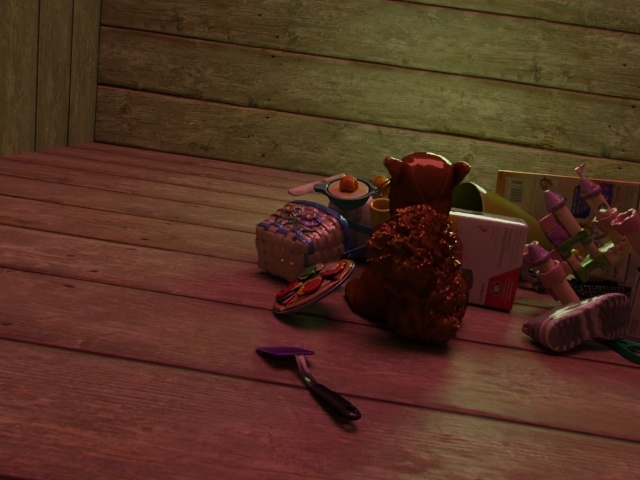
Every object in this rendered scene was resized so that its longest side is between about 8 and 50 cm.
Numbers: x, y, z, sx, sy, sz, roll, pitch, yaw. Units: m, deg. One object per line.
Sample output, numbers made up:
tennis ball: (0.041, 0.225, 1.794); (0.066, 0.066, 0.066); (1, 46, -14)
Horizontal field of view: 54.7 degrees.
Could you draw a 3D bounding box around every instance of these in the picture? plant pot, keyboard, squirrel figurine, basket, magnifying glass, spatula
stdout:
plant pot: (0.533, -0.008, 1.866); (0.294, 0.274, 0.275); (13, 11, -18)
keyboard: (0.846, 0.149, 1.833); (0.317, 0.033, 0.201); (5, 13, -17)
squirrel figurine: (0.218, 0.004, 1.321); (0.281, 0.370, 0.397); (8, 13, -1)
basket: (0.000, 0.000, 1.581); (0.255, 0.201, 0.289); (20, 26, 39)
magnifying glass: (0.671, 0.232, 1.399); (0.092, 0.026, 0.231); (-1, 18, -32)
spatula: (-0.015, 0.222, 1.011); (0.084, 0.030, 0.296); (3, 14, -29)

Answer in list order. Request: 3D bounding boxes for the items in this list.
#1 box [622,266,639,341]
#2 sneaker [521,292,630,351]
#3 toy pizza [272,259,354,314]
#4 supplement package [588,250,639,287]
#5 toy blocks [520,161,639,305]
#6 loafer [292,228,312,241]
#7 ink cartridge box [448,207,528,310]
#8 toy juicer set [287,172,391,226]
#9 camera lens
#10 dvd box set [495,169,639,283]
box: (0.872, 0.178, 1.433); (0.290, 0.169, 0.087); (12, 12, 23)
sneaker: (0.577, 0.169, 1.386); (0.281, 0.105, 0.115); (-6, 8, -26)
toy pizza: (-0.019, 0.090, 1.321); (0.201, 0.032, 0.201); (-29, 12, 7)
supplement package: (0.949, 0.020, 2.064); (0.199, 0.198, 0.262); (8, 14, 3)
toy blocks: (0.645, -0.018, 1.633); (0.289, 0.260, 0.309); (-36, 3, 7)
loafer: (-0.011, -0.031, 1.947); (0.094, 0.087, 0.251); (15, 15, 28)
ink cartridge box: (0.355, 0.035, 1.594); (0.306, 0.226, 0.131); (9, 12, 9)
toy juicer set: (0.098, -0.151, 1.710); (0.329, 0.089, 0.209); (21, 38, 31)
camera lens: (0.170, -0.048, 1.839); (0.274, 0.219, 0.219); (12, 14, 15)
dvd box set: (0.754, -0.051, 1.944); (0.420, 0.307, 0.062); (9, 10, 29)
